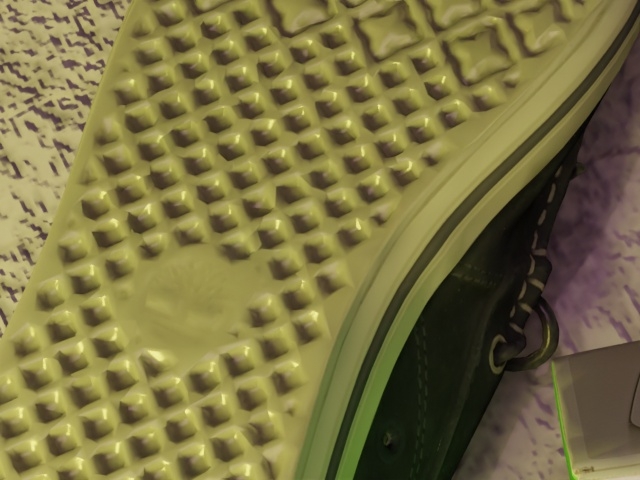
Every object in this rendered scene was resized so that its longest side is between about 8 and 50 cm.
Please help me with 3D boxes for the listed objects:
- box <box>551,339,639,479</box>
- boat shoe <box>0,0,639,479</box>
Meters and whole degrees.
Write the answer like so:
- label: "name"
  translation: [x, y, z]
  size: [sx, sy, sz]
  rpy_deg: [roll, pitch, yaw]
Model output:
- label: "box"
  translation: [0.213, 0.153, 0.536]
  size: [0.231, 0.127, 0.262]
  rpy_deg: [-13, 102, 7]
- label: "boat shoe"
  translation: [0.000, 0.000, 0.654]
  size: [0.187, 0.156, 0.500]
  rpy_deg: [19, 69, 19]
